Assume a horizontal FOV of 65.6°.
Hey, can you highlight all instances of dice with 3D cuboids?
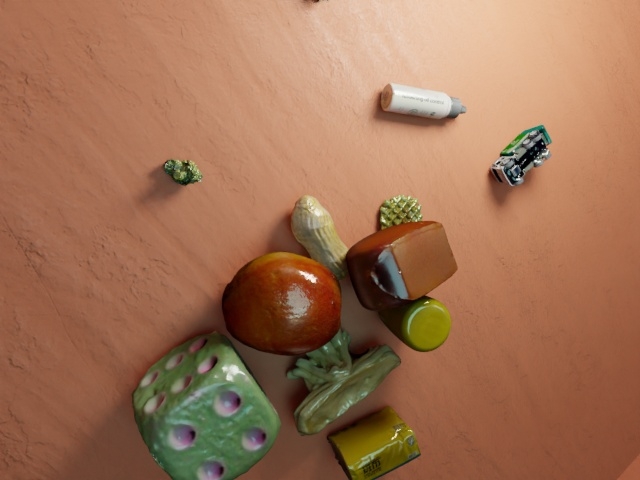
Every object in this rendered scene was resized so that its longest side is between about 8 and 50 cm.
[{"bbox_3d":[-0.330,0.486,1.442,0.322,0.318,0.330,-35,111,-13],"label":"dice"}]

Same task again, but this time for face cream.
[{"bbox_3d":[0.356,-0.456,1.655,0.311,0.092,0.092,3,99,-23],"label":"face cream"}]

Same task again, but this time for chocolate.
[{"bbox_3d":[0.000,0.000,1.582,0.134,0.134,0.309,-32,112,-13],"label":"chocolate"}]

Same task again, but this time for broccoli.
[{"bbox_3d":[-0.394,-0.196,1.414,0.095,0.092,0.097,-24,97,11],"label":"broccoli"}]

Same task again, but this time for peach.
[{"bbox_3d":[-0.114,0.190,1.488,0.372,0.372,0.290,10,65,-22],"label":"peach"}]

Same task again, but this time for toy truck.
[{"bbox_3d":[0.738,-0.312,1.812,0.253,0.124,0.114,-42,111,-7],"label":"toy truck"}]

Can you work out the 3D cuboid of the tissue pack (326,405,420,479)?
[{"bbox_3d":[0.186,0.722,1.756,0.270,0.192,0.134,-20,108,-17],"label":"tissue pack"}]

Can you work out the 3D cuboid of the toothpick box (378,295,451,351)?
[{"bbox_3d":[0.301,0.253,1.672,0.174,0.271,0.175,-2,98,-16],"label":"toothpick box"}]

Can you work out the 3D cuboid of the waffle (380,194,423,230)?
[{"bbox_3d":[0.282,-0.067,1.728,0.169,0.036,0.184,-7,103,-22],"label":"waffle"}]

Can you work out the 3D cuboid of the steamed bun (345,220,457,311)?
[{"bbox_3d":[0.231,0.076,1.563,0.379,0.248,0.235,-22,93,-44],"label":"steamed bun"}]

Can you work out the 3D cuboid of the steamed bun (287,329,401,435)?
[{"bbox_3d":[0.044,0.446,1.676,0.428,0.189,0.247,-37,140,-10],"label":"steamed bun"}]
